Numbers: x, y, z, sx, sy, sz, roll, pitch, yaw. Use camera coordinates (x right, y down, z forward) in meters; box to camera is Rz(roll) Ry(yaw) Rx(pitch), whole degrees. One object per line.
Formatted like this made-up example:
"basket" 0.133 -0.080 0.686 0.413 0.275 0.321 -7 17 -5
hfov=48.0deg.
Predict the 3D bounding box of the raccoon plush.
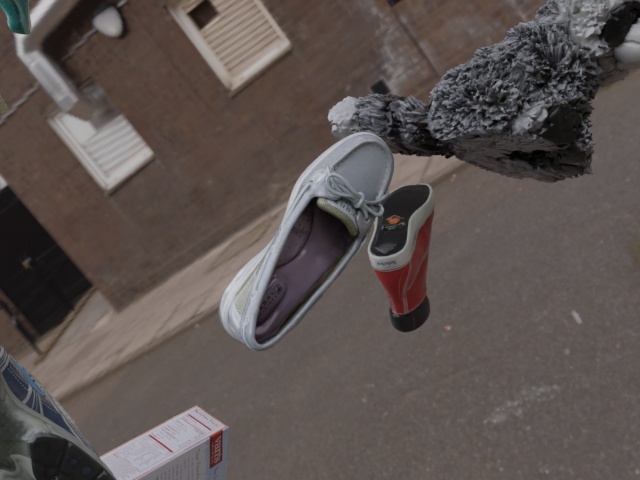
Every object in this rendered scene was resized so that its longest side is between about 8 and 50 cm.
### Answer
"raccoon plush" 0.244 -0.270 1.023 0.216 0.446 0.299 47 -123 -75

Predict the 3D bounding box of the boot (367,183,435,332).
"boot" 0.147 0.029 1.171 0.088 0.176 0.244 -4 33 24

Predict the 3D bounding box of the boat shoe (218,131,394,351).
"boat shoe" -0.003 -0.001 0.900 0.320 0.118 0.103 -51 21 -11

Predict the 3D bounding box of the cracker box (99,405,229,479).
"cracker box" -0.215 0.317 0.850 0.067 0.156 0.232 23 27 35

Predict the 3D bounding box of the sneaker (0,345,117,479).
"sneaker" -0.266 0.122 0.532 0.110 0.283 0.122 -39 14 -17

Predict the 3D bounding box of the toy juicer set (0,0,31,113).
"toy juicer set" -0.324 -0.311 0.694 0.089 0.329 0.209 -5 -6 -4
